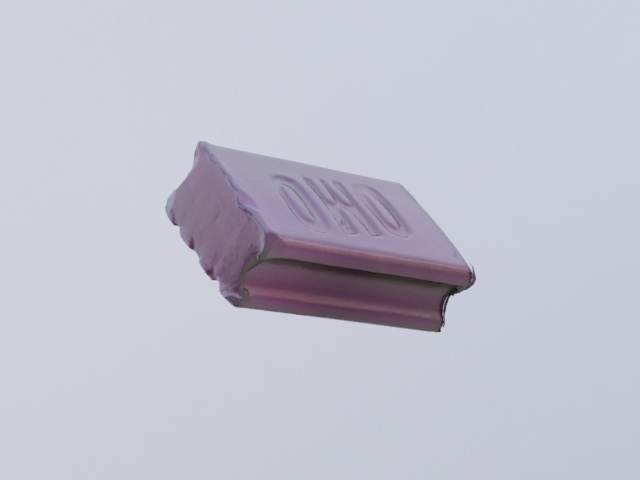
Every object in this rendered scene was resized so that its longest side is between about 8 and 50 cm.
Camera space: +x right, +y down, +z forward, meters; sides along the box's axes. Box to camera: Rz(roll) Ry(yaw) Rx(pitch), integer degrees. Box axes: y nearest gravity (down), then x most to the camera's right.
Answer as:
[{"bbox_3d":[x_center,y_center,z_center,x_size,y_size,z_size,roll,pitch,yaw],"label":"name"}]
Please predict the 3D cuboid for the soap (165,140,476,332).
[{"bbox_3d":[0.000,0.000,1.236,0.203,0.122,0.065,10,-59,-43],"label":"soap"}]
